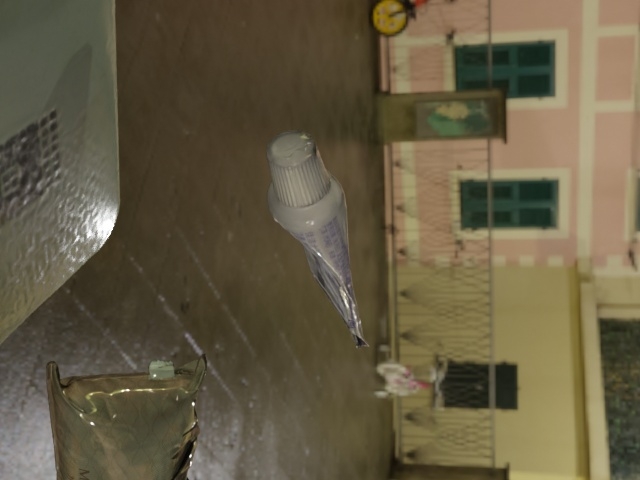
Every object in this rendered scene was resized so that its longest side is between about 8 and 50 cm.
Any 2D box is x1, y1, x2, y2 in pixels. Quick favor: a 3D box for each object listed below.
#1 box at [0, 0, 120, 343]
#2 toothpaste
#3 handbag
[{"bbox_3d":[-0.308,-0.060,0.757,0.373,0.090,0.367,-52,158,-47],"label":"box"},{"bbox_3d":[0.000,0.002,0.828,0.282,0.069,0.099,71,16,-55],"label":"toothpaste"},{"bbox_3d":[-0.194,0.244,0.921,0.117,0.183,0.270,-137,-133,-65],"label":"handbag"}]
